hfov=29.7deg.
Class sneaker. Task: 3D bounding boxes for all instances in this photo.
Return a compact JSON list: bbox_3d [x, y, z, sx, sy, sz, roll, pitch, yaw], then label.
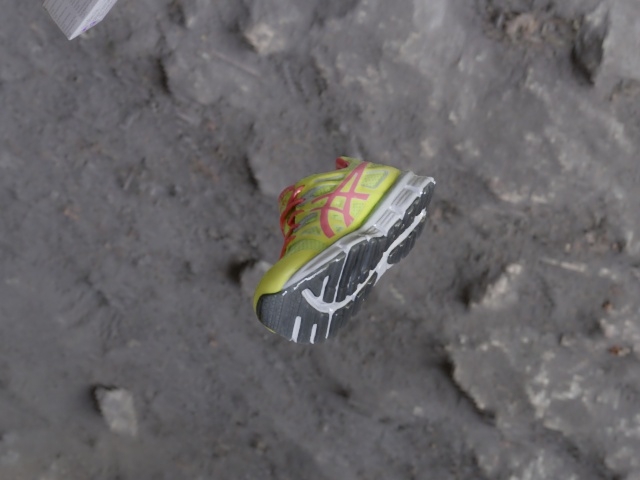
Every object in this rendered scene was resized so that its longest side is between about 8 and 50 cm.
[{"bbox_3d":[0.000,0.000,0.859,0.094,0.208,0.081,27,125,17],"label":"sneaker"}]

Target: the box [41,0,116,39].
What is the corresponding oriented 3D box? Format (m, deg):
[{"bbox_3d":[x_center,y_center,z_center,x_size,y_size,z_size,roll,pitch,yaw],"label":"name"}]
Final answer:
[{"bbox_3d":[-0.271,-0.347,1.520,0.067,0.063,0.324,53,151,-6],"label":"box"}]
